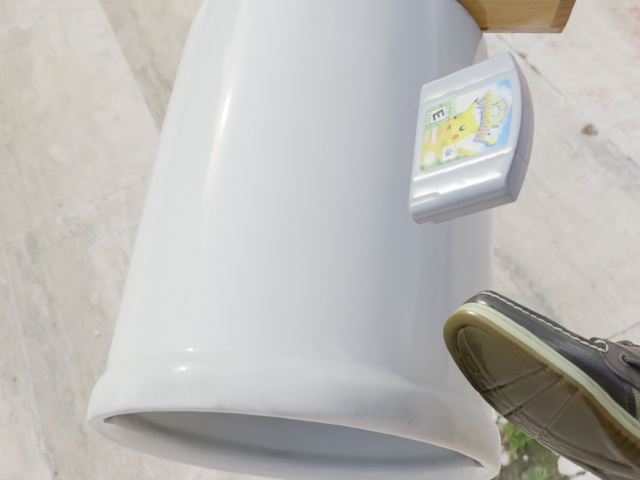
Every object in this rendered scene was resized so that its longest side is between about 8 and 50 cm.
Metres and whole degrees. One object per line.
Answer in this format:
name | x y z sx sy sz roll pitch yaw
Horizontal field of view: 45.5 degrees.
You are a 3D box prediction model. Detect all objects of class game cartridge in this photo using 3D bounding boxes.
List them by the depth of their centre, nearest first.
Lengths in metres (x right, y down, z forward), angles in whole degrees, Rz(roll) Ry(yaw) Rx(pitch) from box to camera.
game cartridge | 0.070 -0.049 0.350 0.056 0.017 0.083 -14 50 32

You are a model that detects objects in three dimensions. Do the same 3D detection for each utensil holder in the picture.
utensil holder | 0.000 0.000 0.686 0.327 0.328 0.386 2 65 12

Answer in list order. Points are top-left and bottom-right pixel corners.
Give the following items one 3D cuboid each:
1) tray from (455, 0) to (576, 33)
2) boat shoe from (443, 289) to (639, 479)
tray | 0.127 -0.391 0.766 0.202 0.076 0.411 0 65 2
boat shoe | 0.179 0.098 0.463 0.223 0.080 0.073 36 59 7
